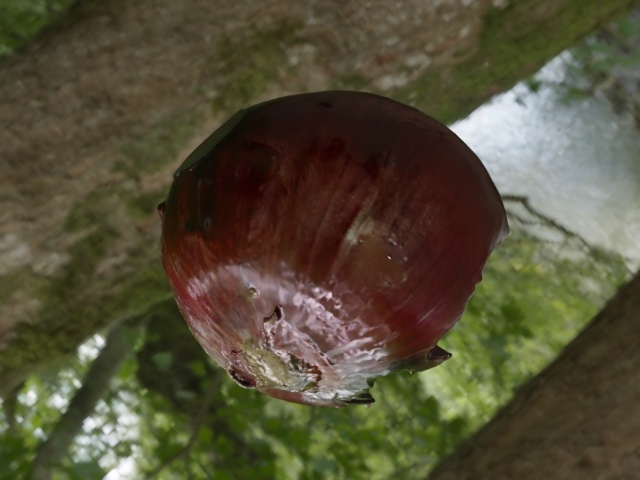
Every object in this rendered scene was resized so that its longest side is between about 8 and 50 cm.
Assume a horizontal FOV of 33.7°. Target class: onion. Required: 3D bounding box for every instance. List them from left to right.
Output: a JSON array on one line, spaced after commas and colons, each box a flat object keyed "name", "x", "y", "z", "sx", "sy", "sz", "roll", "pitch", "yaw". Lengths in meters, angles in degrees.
[{"name": "onion", "x": -0.004, "y": 0.007, "z": 1.047, "sx": 0.341, "sy": 0.341, "sz": 0.341, "roll": 50, "pitch": 173, "yaw": 9}]
